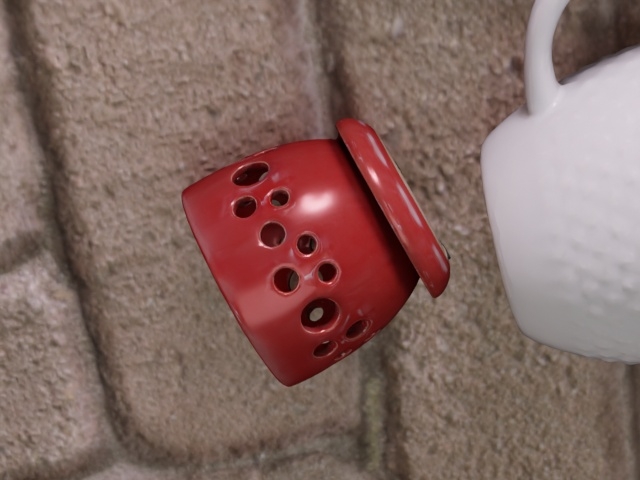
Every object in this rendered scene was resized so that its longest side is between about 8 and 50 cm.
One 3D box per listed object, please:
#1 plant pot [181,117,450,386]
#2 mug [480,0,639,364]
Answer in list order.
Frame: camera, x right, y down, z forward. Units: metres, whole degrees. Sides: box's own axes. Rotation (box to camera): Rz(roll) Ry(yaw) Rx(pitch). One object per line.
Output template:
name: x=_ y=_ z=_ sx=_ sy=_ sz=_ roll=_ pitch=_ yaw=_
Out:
plant pot: x=0.000 y=0.000 z=1.363 sx=0.174 sy=0.191 sz=0.191 roll=-31 pitch=118 yaw=3
mug: x=0.293 y=-0.077 z=1.300 sx=0.328 sy=0.276 sz=0.374 roll=-13 pitch=115 yaw=12
